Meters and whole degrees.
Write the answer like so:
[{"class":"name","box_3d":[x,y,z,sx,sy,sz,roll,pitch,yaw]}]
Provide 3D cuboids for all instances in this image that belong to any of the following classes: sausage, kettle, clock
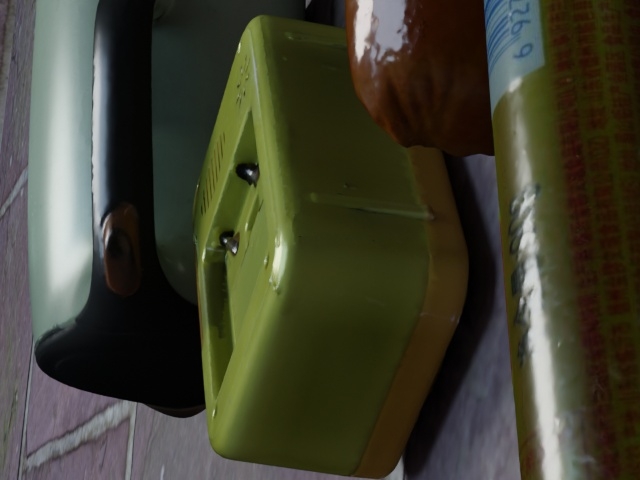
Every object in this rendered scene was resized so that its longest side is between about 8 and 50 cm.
[{"class":"sausage","box_3d":[0.060,-0.181,0.736,0.083,0.089,0.300,150,127,-62]},{"class":"kettle","box_3d":[-0.095,-0.048,1.029,0.240,0.165,0.255,75,-165,-67]},{"class":"sausage","box_3d":[0.089,-0.048,0.594,0.082,0.082,0.372,122,152,-55]},{"class":"clock","box_3d":[0.000,0.000,0.845,0.202,0.096,0.143,-100,21,-50]}]
